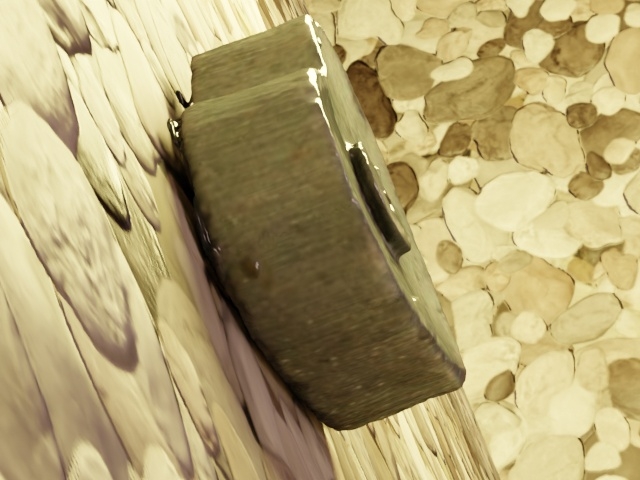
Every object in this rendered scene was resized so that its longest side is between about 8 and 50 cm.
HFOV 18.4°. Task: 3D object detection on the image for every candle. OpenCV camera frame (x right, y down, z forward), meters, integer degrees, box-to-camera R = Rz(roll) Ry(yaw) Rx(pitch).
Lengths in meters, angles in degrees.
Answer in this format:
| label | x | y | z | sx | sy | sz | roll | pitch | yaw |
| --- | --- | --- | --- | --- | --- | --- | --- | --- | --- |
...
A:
| label | x | y | z | sx | sy | sz | roll | pitch | yaw |
| --- | --- | --- | --- | --- | --- | --- | --- | --- | --- |
| candle | 0.000 | 0.000 | 0.802 | 0.192 | 0.068 | 0.168 | -92 | 159 | -68 |
